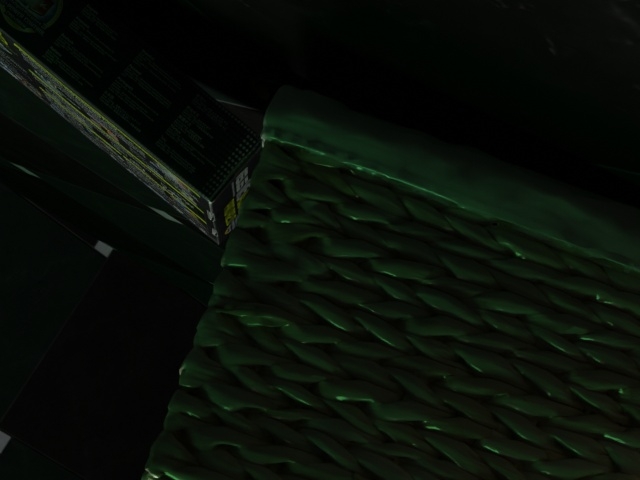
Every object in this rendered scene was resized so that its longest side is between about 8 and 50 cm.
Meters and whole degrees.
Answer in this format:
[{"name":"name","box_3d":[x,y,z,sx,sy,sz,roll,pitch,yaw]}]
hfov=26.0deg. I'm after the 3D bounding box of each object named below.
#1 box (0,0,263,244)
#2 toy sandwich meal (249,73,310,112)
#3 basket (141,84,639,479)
[{"name":"box","box_3d":[-0.161,-0.115,1.026,0.270,0.060,0.216,39,172,4]},{"name":"toy sandwich meal","box_3d":[-0.019,-0.091,1.002,0.085,0.029,0.085,27,171,4]},{"name":"basket","box_3d":[0.087,0.103,0.956,0.331,0.266,0.328,19,170,6]}]
